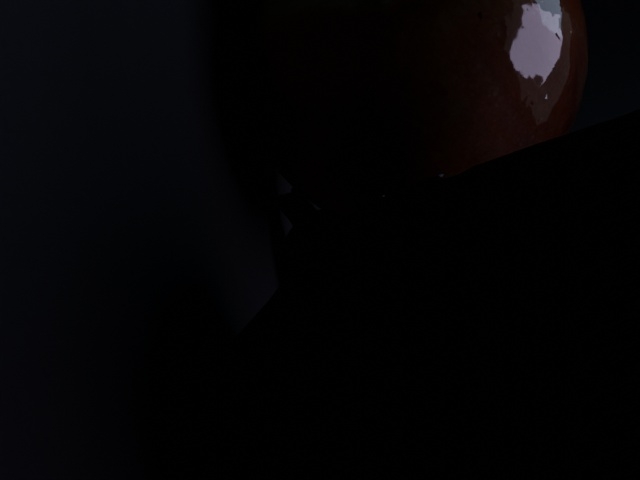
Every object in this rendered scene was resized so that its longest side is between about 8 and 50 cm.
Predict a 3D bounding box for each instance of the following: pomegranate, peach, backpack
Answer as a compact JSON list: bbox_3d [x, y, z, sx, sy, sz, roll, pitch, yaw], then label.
[{"bbox_3d":[-0.001,0.002,0.715,0.084,0.073,0.073,42,20,-14],"label":"pomegranate"},{"bbox_3d":[0.063,-0.127,0.663,0.252,0.252,0.253,-7,90,-83],"label":"peach"},{"bbox_3d":[0.174,0.082,0.462,0.363,0.445,0.255,62,27,-30],"label":"backpack"}]
